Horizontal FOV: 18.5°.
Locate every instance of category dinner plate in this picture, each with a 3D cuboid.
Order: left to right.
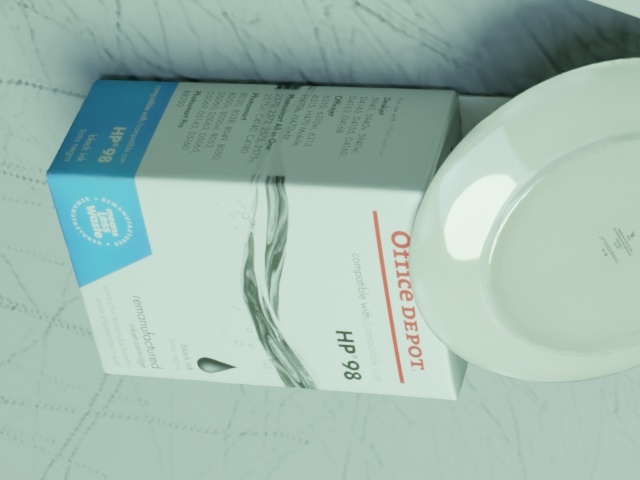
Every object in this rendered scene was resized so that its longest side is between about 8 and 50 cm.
[{"bbox_3d":[0.100,-0.001,0.685,0.141,0.017,0.141,-9,128,-11],"label":"dinner plate"}]

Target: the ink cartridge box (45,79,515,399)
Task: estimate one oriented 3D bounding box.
[{"bbox_3d":[0.000,0.000,0.731,0.180,0.060,0.104,3,131,16],"label":"ink cartridge box"}]

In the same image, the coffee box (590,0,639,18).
[{"bbox_3d":[0.140,-0.142,0.513,0.297,0.119,0.168,19,133,2],"label":"coffee box"}]
